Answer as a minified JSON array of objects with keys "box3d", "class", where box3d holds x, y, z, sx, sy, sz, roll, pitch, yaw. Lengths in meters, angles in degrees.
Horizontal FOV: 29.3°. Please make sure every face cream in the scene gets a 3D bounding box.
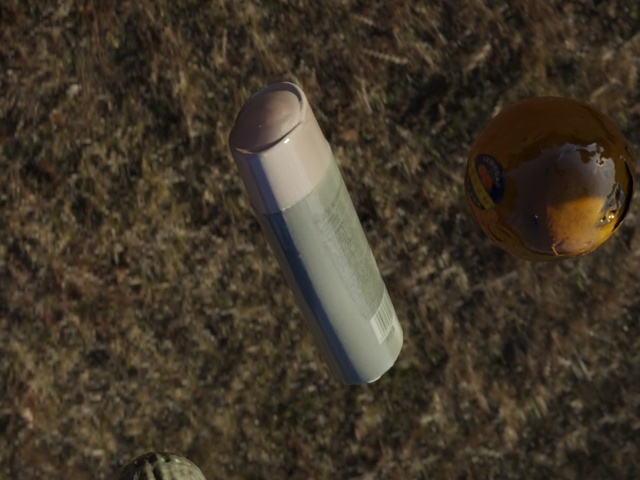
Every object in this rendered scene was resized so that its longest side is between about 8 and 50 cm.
[{"box3d":[0.000,0.000,1.038,0.073,0.107,0.269,-10,128,16],"class":"face cream"}]

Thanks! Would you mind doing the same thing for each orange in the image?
[{"box3d":[0.111,-0.030,0.593,0.083,0.083,0.083,-7,128,-9],"class":"orange"}]

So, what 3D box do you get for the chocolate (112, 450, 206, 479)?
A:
[{"box3d":[-0.128,0.285,1.037,0.110,0.248,0.110,-10,141,-9],"class":"chocolate"}]
